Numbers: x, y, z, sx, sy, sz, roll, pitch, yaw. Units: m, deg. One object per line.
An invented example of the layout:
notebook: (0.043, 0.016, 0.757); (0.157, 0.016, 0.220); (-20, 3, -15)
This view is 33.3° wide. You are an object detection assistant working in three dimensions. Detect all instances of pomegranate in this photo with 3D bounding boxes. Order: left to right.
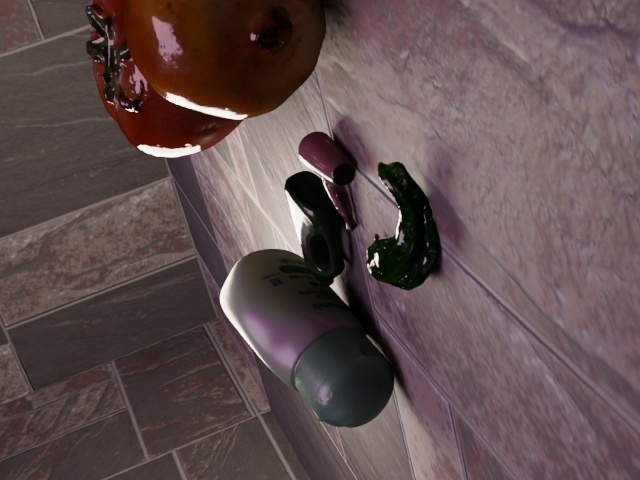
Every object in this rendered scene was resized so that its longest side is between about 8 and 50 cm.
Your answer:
pomegranate: (-0.113, -0.280, 1.324); (0.264, 0.264, 0.264); (159, 90, -78)

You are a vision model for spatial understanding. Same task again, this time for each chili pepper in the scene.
chili pepper: (0.090, 0.004, 1.328); (0.279, 0.065, 0.122); (108, 148, -69)

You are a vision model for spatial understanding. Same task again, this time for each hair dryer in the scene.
hair dryer: (0.027, -0.076, 1.538); (0.106, 0.054, 0.154); (48, 167, 48)

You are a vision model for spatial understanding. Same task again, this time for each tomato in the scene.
tomato: (-0.216, -0.307, 1.676); (0.341, 0.273, 0.341); (42, 139, 53)

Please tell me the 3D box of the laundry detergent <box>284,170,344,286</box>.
laundry detergent: (0.000, 0.000, 1.724); (0.137, 0.063, 0.211); (47, 157, 45)

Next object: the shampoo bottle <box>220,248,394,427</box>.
shampoo bottle: (-0.013, 0.167, 1.777); (0.349, 0.222, 0.151); (48, 114, 39)
